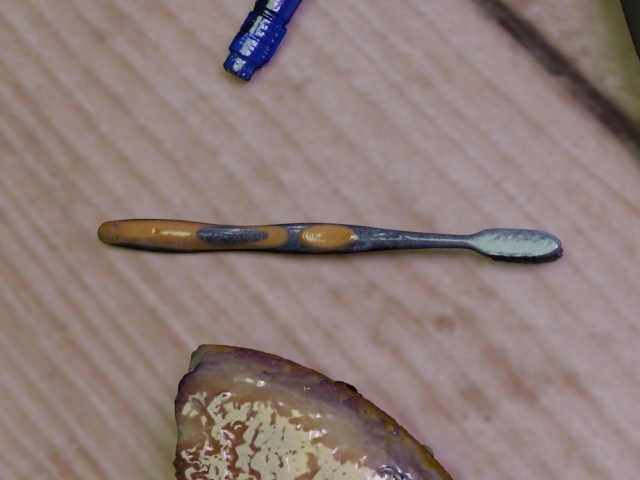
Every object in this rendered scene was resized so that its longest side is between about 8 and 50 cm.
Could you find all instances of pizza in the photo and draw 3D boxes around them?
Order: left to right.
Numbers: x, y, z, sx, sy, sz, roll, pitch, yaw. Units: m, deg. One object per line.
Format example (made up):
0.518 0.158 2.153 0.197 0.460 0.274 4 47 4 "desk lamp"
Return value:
0.011 0.184 1.027 0.161 0.085 0.305 -41 72 3 "pizza"

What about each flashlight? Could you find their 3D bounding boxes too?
-0.025 -0.163 1.171 0.035 0.057 0.121 29 90 -15 "flashlight"

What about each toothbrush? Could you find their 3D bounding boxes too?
-0.001 -0.001 1.116 0.321 0.031 0.023 3 74 18 "toothbrush"

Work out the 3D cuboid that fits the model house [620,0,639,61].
0.262 -0.174 0.970 0.204 0.243 0.211 -18 69 12 "model house"
